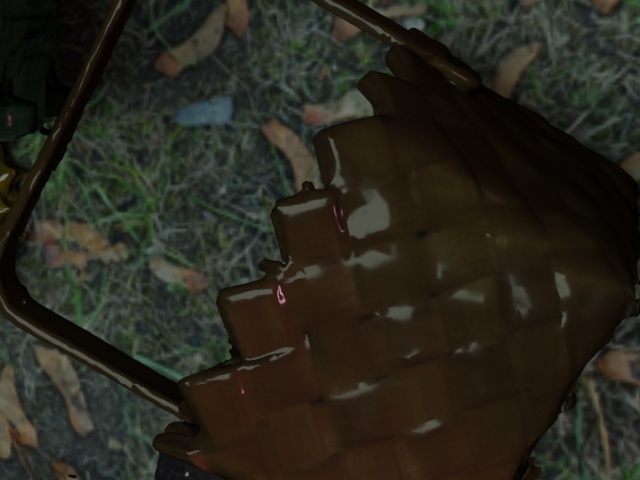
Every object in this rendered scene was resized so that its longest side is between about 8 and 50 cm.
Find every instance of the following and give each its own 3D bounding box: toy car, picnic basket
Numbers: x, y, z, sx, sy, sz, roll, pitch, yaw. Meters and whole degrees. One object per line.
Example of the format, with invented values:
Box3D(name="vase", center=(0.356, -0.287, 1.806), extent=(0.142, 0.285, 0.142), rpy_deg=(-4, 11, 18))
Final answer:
Box3D(name="toy car", center=(-0.196, -0.123, 0.971), extent=(0.097, 0.320, 0.141), rpy_deg=(2, 98, -1))
Box3D(name="picnic basket", center=(0.000, 0.000, 0.928), extent=(0.321, 0.291, 0.254), rpy_deg=(28, 107, 2))

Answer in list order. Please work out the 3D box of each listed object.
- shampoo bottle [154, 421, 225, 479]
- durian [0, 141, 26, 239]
Box3D(name="shampoo bottle", center=(0.040, 0.206, 1.060), extent=(0.310, 0.071, 0.098), rpy_deg=(16, 99, 15))
Box3D(name="durian", center=(-0.319, -0.004, 1.132), extent=(0.250, 0.138, 0.183), rpy_deg=(-31, 78, 15))
